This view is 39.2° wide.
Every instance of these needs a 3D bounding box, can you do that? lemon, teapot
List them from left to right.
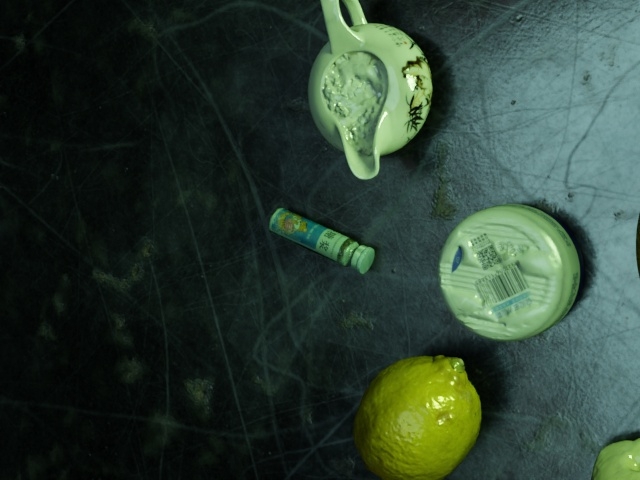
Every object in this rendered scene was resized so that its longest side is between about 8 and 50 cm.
[{"bbox_3d":[0.064,-0.254,1.423,0.208,0.166,0.299,-14,98,41],"label":"teapot"},{"bbox_3d":[0.150,0.281,1.401,0.188,0.188,0.256,44,119,19],"label":"lemon"}]

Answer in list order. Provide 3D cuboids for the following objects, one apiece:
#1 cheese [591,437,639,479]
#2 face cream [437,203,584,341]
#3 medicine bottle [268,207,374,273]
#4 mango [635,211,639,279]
[{"bbox_3d":[0.466,0.433,1.229,0.174,0.251,0.247,-23,99,30],"label":"cheese"},{"bbox_3d":[0.282,0.048,1.350,0.206,0.111,0.205,3,95,31],"label":"face cream"},{"bbox_3d":[0.000,0.000,1.537,0.191,0.051,0.051,24,106,24],"label":"medicine bottle"},{"bbox_3d":[0.526,-0.035,1.189,0.193,0.146,0.316,13,90,18],"label":"mango"}]
